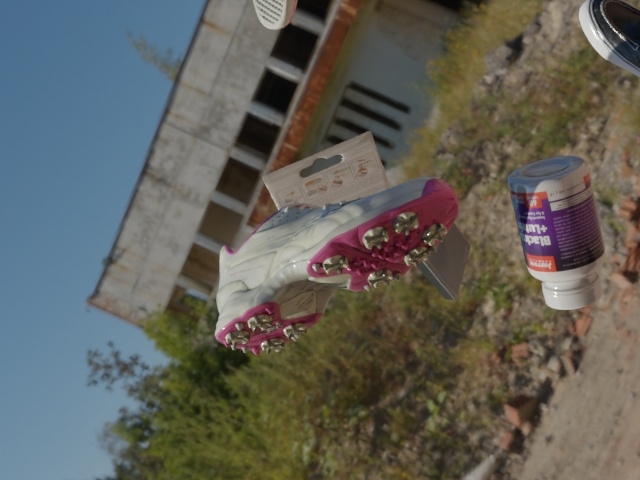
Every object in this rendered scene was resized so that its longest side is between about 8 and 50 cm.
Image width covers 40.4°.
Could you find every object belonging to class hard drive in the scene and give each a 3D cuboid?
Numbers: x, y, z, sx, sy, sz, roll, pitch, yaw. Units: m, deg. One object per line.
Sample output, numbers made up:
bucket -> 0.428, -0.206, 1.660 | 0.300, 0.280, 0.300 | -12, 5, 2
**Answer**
hard drive -> 0.159, 0.007, 1.188 | 0.135, 0.022, 0.094 | 47, -128, -40

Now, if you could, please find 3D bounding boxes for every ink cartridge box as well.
ink cartridge box -> 0.023, -0.072, 1.427 | 0.066, 0.189, 0.232 | -112, -2, -50

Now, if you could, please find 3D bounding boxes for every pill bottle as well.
pill bottle -> 0.328, -0.009, 1.190 | 0.108, 0.108, 0.194 | -61, -43, -67

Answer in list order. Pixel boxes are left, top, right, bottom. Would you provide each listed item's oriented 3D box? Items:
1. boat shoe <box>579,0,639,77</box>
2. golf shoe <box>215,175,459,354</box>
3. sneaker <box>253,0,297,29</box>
boat shoe -> 0.562, -0.311, 1.426 | 0.108, 0.301, 0.102 | -43, -6, -18
golf shoe -> 0.000, 0.000, 0.918 | 0.306, 0.115, 0.140 | -31, 52, 23
sneaker -> -0.025, -0.259, 0.798 | 0.070, 0.051, 0.134 | -4, -90, -46
